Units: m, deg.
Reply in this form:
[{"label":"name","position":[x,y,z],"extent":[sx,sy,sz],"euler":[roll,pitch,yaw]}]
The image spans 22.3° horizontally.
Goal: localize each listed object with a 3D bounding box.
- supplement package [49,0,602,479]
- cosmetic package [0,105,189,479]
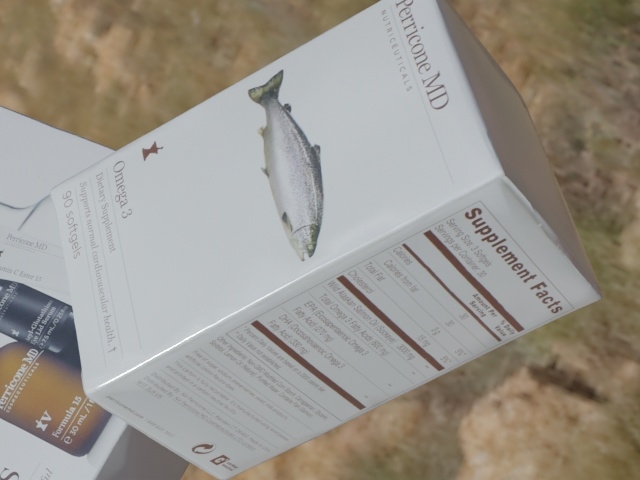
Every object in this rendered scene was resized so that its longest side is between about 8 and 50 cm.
[{"label":"supplement package","position":[0.000,0.000,0.638],"extent":[0.179,0.105,0.105],"euler":[-28,52,16]},{"label":"cosmetic package","position":[-0.228,0.106,1.087],"extent":[0.284,0.097,0.377],"euler":[20,71,31]}]
